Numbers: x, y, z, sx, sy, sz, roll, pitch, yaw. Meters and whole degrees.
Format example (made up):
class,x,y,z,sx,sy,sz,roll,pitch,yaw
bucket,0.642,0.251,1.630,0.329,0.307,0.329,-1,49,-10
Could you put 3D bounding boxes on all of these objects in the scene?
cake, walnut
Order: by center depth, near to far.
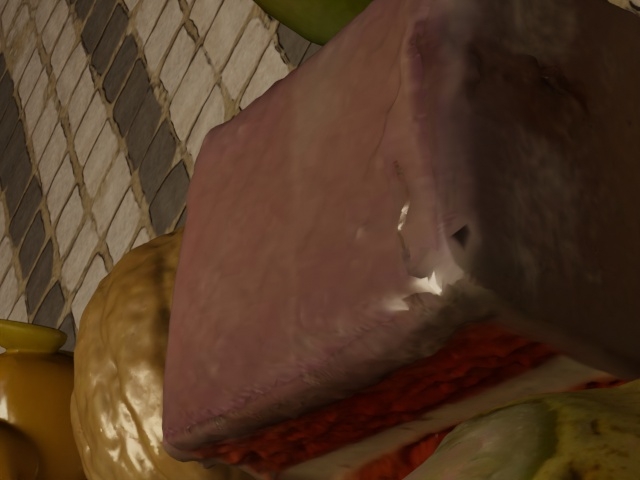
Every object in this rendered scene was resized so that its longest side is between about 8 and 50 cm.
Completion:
class,x,y,z,sx,sy,sz,roll,pitch,yaw
cake,0.072,0.012,0.980,0.309,0.237,0.230,-30,44,49
walnut,-0.056,0.110,1.195,0.257,0.224,0.257,-36,44,44

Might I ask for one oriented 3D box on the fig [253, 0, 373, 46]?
class,x,y,z,sx,sy,sz,roll,pitch,yaw
fig,0.062,-0.290,1.210,0.316,0.316,0.316,-44,36,44

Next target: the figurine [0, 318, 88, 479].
class,x,y,z,sx,sy,sz,roll,pitch,yaw
figurine,-0.268,0.203,1.619,0.228,0.215,0.215,-59,23,-11

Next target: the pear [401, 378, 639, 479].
class,x,y,z,sx,sy,sz,roll,pitch,yaw
pear,0.137,0.184,0.768,0.271,0.271,0.271,-44,36,44
